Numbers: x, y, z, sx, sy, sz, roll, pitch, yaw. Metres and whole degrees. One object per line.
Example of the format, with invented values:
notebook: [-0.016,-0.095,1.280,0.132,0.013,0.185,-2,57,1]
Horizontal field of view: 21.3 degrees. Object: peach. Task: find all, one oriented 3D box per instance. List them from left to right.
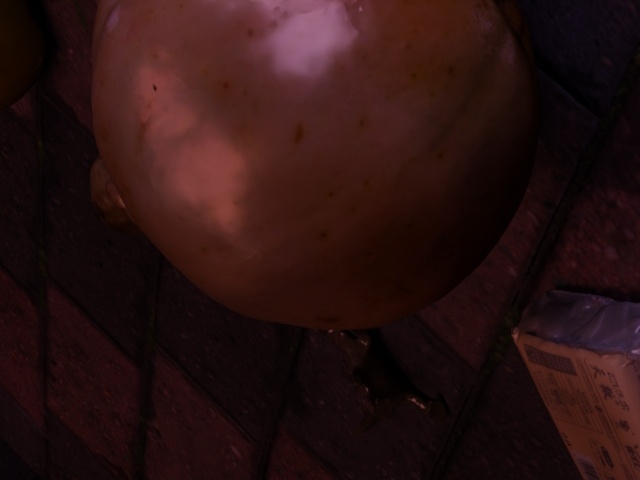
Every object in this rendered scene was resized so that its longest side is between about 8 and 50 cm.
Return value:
peach: [-0.464,-0.278,2.197,0.251,0.153,0.251,22,142,18]

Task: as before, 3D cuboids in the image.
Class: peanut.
peanut: [-0.214,-0.079,2.085,0.120,0.110,0.236,59,152,4]

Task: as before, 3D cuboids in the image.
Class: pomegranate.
pomegranate: [-0.014,-0.114,1.425,0.411,0.411,0.411,37,150,26]

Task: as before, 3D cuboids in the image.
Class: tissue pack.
tissue pack: [0.291,0.157,1.611,0.186,0.090,0.222,6,128,58]

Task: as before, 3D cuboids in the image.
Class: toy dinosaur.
toy dinosaur: [0.065,0.178,2.043,0.200,0.072,0.251,33,162,52]
